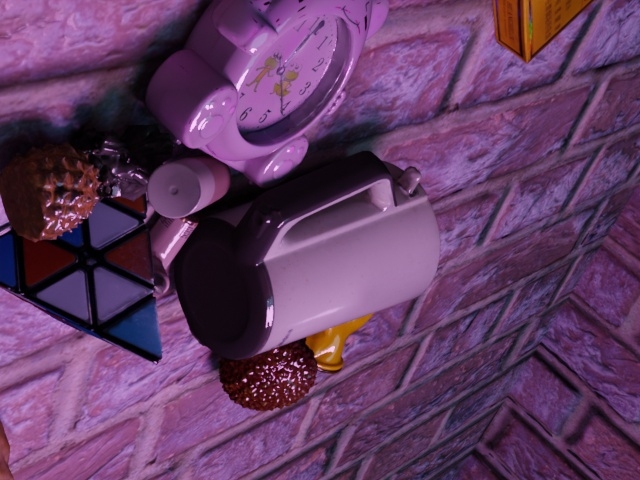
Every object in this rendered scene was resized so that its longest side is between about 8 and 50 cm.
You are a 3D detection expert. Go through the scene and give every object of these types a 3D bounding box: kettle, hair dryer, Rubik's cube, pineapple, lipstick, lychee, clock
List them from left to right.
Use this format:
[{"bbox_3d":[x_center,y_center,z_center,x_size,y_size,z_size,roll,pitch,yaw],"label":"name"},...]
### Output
[{"bbox_3d":[-0.376,0.045,1.443,0.234,0.284,0.250,9,156,-39],"label":"Rubik's cube"},{"bbox_3d":[-0.279,-0.082,1.364,0.119,0.111,0.237,-13,-169,42],"label":"pineapple"},{"bbox_3d":[-0.242,0.065,1.545,0.195,0.054,0.220,-52,-161,14],"label":"hair dryer"},{"bbox_3d":[-0.168,-0.074,1.455,0.070,0.070,0.254,-51,-178,7],"label":"lipstick"},{"bbox_3d":[-0.098,0.226,2.007,0.188,0.188,0.188,-37,153,-22],"label":"lychee"},{"bbox_3d":[-0.057,-0.242,1.464,0.322,0.113,0.295,-51,155,6],"label":"clock"},{"bbox_3d":[0.000,0.000,1.727,0.377,0.250,0.361,-19,158,-41],"label":"kettle"}]

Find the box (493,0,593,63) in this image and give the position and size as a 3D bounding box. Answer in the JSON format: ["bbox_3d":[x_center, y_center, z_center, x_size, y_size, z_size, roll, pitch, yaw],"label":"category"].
[{"bbox_3d":[0.430,-0.475,1.927,0.301,0.084,0.193,-43,155,-10],"label":"box"}]

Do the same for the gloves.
[{"bbox_3d":[0.050,0.107,2.169,0.133,0.116,0.294,-11,131,-63],"label":"gloves"}]

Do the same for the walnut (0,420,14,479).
[{"bbox_3d":[-0.509,0.271,1.282,0.333,0.333,0.333,-37,153,-22],"label":"walnut"}]
